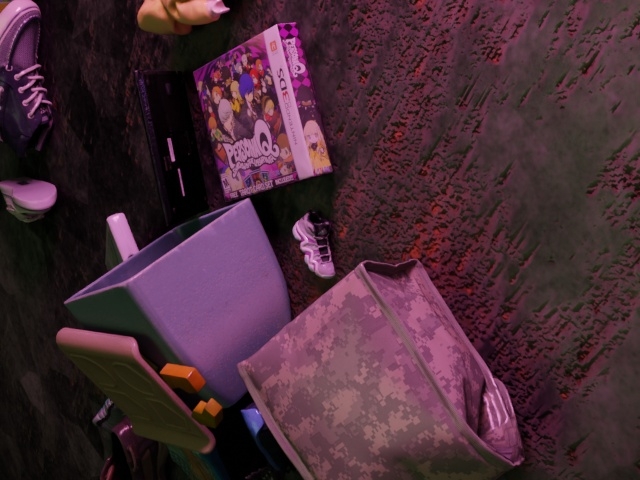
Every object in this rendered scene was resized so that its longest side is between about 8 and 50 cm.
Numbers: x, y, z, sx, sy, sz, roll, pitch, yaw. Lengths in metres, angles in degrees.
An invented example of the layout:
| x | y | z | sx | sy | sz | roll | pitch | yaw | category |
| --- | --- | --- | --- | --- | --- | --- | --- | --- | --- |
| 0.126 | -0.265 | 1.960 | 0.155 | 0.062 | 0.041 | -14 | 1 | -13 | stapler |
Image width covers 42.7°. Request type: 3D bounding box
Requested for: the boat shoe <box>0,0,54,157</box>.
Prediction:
| x | y | z | sx | sy | sz | roll | pitch | yaw | category |
| --- | --- | --- | --- | --- | --- | --- | --- | --- | --- |
| -0.619 | -0.332 | 1.730 | 0.158 | 0.127 | 0.340 | 39 | 130 | 6 | boat shoe |

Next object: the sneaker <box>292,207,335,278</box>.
| x | y | z | sx | sy | sz | roll | pitch | yaw | category |
| --- | --- | --- | --- | --- | --- | --- | --- | --- | --- |
| 0.000 | 0.000 | 1.139 | 0.098 | 0.038 | 0.069 | 57 | 140 | 18 | sneaker |

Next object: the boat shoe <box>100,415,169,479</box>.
| x | y | z | sx | sy | sz | roll | pitch | yaw | category |
| --- | --- | --- | --- | --- | --- | --- | --- | --- | --- |
| -0.405 | 0.498 | 1.743 | 0.132 | 0.130 | 0.355 | 33 | 127 | 40 | boat shoe |

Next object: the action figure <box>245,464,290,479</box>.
| x | y | z | sx | sy | sz | roll | pitch | yaw | category |
| --- | --- | --- | --- | --- | --- | --- | --- | --- | --- |
| -0.052 | 0.508 | 1.313 | 0.275 | 0.141 | 0.164 | 61 | 139 | 21 | action figure |

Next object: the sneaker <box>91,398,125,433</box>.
| x | y | z | sx | sy | sz | roll | pitch | yaw | category |
| --- | --- | --- | --- | --- | --- | --- | --- | --- | --- |
| -0.419 | 0.372 | 1.779 | 0.098 | 0.083 | 0.223 | 44 | 141 | -1 | sneaker |

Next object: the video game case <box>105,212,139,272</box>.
| x | y | z | sx | sy | sz | roll | pitch | yaw | category |
| --- | --- | --- | --- | --- | --- | --- | --- | --- | --- |
| -0.331 | 0.133 | 1.514 | 0.300 | 0.036 | 0.329 | 66 | 161 | 9 | video game case |

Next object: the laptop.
| x | y | z | sx | sy | sz | roll | pitch | yaw | category |
| --- | --- | --- | --- | --- | --- | --- | --- | --- | --- |
| -0.274 | -0.150 | 1.338 | 0.137 | 0.264 | 0.234 | -8 | 99 | 15 | laptop |

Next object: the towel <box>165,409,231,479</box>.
| x | y | z | sx | sy | sz | roll | pitch | yaw | category |
| --- | --- | --- | --- | --- | --- | --- | --- | --- | --- |
| -0.233 | 0.377 | 1.461 | 0.271 | 0.040 | 0.370 | 38 | 152 | 38 | towel |

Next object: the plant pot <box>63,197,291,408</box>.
| x | y | z | sx | sy | sz | roll | pitch | yaw | category |
| --- | --- | --- | --- | --- | --- | --- | --- | --- | --- |
| -0.190 | 0.120 | 1.264 | 0.248 | 0.247 | 0.252 | -17 | 107 | 52 | plant pot |

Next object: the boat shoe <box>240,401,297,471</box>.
| x | y | z | sx | sy | sz | roll | pitch | yaw | category |
| --- | --- | --- | --- | --- | --- | --- | --- | --- | --- |
| -0.049 | 0.288 | 1.226 | 0.109 | 0.089 | 0.258 | 60 | 173 | 15 | boat shoe |

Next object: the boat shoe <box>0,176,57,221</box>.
| x | y | z | sx | sy | sz | roll | pitch | yaw | category |
| --- | --- | --- | --- | --- | --- | --- | --- | --- | --- |
| -0.673 | -0.085 | 1.887 | 0.267 | 0.096 | 0.088 | 15 | 119 | 48 | boat shoe |

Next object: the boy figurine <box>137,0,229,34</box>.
| x | y | z | sx | sy | sz | roll | pitch | yaw | category |
| --- | --- | --- | --- | --- | --- | --- | --- | --- | --- |
| -0.183 | -0.384 | 1.180 | 0.177 | 0.092 | 0.285 | 61 | 141 | 14 | boy figurine |

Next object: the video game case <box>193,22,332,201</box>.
| x | y | z | sx | sy | sz | roll | pitch | yaw | category |
| --- | --- | --- | --- | --- | --- | --- | --- | --- | --- |
| -0.089 | -0.175 | 1.180 | 0.232 | 0.042 | 0.210 | -10 | 94 | 52 | video game case |

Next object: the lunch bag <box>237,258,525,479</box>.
| x | y | z | sx | sy | sz | roll | pitch | yaw | category |
| --- | --- | --- | --- | --- | --- | --- | --- | --- | --- |
| 0.080 | 0.200 | 0.973 | 0.235 | 0.169 | 0.287 | -42 | 68 | 27 | lunch bag |

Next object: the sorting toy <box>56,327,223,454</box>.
| x | y | z | sx | sy | sz | roll | pitch | yaw | category |
| --- | --- | --- | --- | --- | --- | --- | --- | --- | --- |
| -0.241 | 0.221 | 1.204 | 0.307 | 0.041 | 0.229 | 0 | 131 | 43 | sorting toy |

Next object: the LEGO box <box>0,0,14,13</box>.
| x | y | z | sx | sy | sz | roll | pitch | yaw | category |
| --- | --- | --- | --- | --- | --- | --- | --- | --- | --- |
| -0.790 | -0.583 | 1.738 | 0.500 | 0.193 | 0.372 | -45 | 63 | 48 | LEGO box |
